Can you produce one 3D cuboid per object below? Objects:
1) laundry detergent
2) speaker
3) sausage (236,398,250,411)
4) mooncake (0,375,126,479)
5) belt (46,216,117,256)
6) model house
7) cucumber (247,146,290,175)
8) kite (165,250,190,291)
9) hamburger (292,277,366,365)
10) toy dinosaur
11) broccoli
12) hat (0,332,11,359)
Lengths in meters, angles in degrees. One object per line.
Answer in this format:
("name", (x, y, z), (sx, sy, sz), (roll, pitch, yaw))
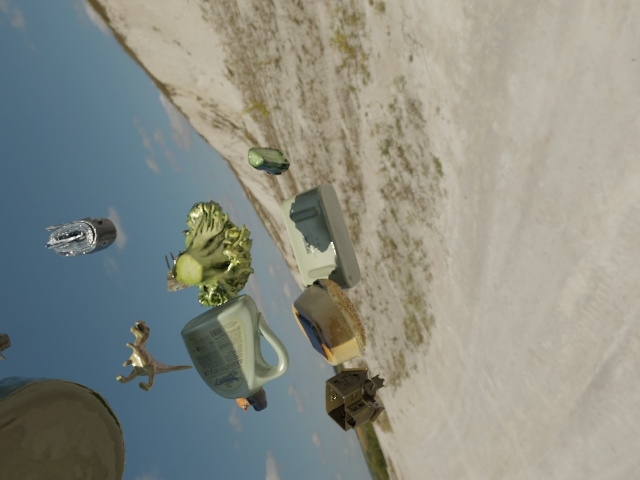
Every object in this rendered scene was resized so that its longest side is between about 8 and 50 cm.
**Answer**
("laundry detergent", (-0.192, 0.291, 1.166), (0.280, 0.215, 0.105), (61, -173, -11))
("speaker", (0.000, 0.000, 1.825), (0.183, 0.184, 0.406), (-24, -83, -65))
("sausage", (-0.268, 0.385, 1.532), (0.053, 0.053, 0.347), (74, 176, -51))
("mooncake", (-0.561, 0.432, 0.875), (0.356, 0.194, 0.356), (23, -119, -51))
("belt", (-0.795, -0.009, 1.567), (0.128, 0.218, 0.122), (-26, -76, -68))
("model house", (0.172, 0.628, 1.913), (0.204, 0.243, 0.211), (31, 132, 47))
("cucumber", (-0.180, -0.276, 1.680), (0.115, 0.085, 0.193), (43, -163, 19))
("kite", (-0.541, 0.113, 1.830), (0.229, 0.127, 0.016), (-125, 28, -46))
("hamburger", (0.036, 0.267, 1.579), (0.302, 0.170, 0.302), (50, 161, 24))
("toy dinosaur", (-0.510, 0.378, 1.456), (0.251, 0.072, 0.199), (45, -147, -16))
("broccoli", (-0.312, 0.047, 1.348), (0.288, 0.248, 0.245), (48, -165, -7))
("hat", (-0.994, 0.315, 1.471), (0.121, 0.050, 0.121), (19, 120, 36))
